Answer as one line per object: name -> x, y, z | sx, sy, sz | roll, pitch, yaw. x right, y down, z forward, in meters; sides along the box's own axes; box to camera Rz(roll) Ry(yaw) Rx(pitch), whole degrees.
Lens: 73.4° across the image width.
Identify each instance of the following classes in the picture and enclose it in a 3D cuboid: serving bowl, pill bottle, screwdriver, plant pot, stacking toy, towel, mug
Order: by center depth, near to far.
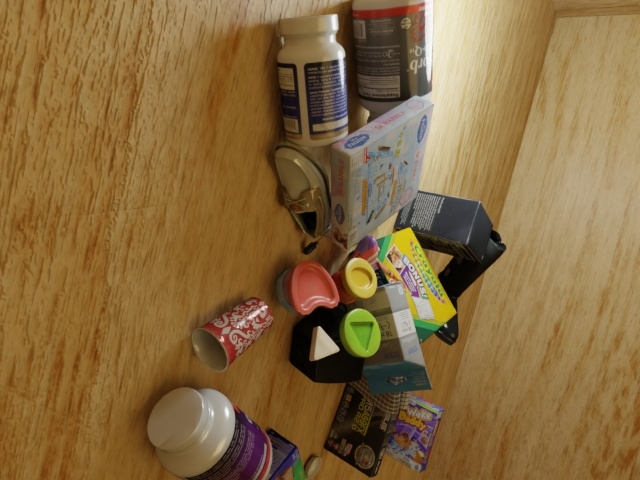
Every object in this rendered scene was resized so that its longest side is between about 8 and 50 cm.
pill bottle -> -0.017, -0.359, 0.970 | 0.153, 0.153, 0.265 | -35, 132, -43
pill bottle -> -0.244, 0.457, 0.974 | 0.181, 0.181, 0.323 | -53, 142, -27
mug -> -0.210, 0.216, 1.015 | 0.169, 0.150, 0.113 | -34, 94, -49
screwdriver -> 0.000, 0.000, 1.169 | 0.025, 0.170, 0.024 | 52, 49, -3
pill bottle -> 0.203, -0.477, 1.185 | 0.210, 0.210, 0.363 | -41, 135, -39
stacking toy -> 0.020, 0.196, 1.196 | 0.309, 0.130, 0.279 | 4, 68, -38
plant pot -> 0.013, 0.323, 1.299 | 0.167, 0.187, 0.188 | -8, 111, -39
towel -> 0.193, 0.439, 1.514 | 0.121, 0.283, 0.235 | -14, 115, -35
serving bowl -> -0.031, 0.829, 1.578 | 0.083, 0.027, 0.083 | -29, 127, -47

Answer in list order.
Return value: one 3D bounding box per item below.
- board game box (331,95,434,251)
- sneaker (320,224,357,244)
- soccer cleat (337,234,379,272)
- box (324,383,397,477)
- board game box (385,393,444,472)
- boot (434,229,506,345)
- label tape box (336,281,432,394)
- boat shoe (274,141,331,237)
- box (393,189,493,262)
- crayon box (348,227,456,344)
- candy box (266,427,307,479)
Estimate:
board game box -> 0.158, -0.173, 1.138 | 0.318, 0.066, 0.319 | -36, 146, -29
sneaker -> 0.085, -0.022, 1.318 | 0.258, 0.094, 0.091 | -12, 116, -51
soccer cleat -> 0.107, 0.086, 1.349 | 0.095, 0.083, 0.248 | -16, 145, -35
box -> 0.156, 0.705, 1.623 | 0.060, 0.216, 0.270 | 28, 82, -55
board game box -> 0.271, 0.689, 1.664 | 0.078, 0.347, 0.233 | 25, 83, -55
boot -> 0.631, 0.182, 1.851 | 0.146, 0.367, 0.445 | 29, 117, -22
label tape box -> 0.177, 0.319, 1.337 | 0.106, 0.240, 0.334 | -4, 75, -48
boat shoe -> -0.039, -0.115, 1.082 | 0.103, 0.113, 0.302 | -65, 147, -22
box -> 0.499, -0.057, 1.716 | 0.296, 0.294, 0.183 | 29, 80, -56
crayon box -> 0.296, 0.155, 1.505 | 0.313, 0.106, 0.363 | -18, 78, -50
candy box -> -0.184, 0.768, 1.249 | 0.317, 0.122, 0.268 | -40, 135, -38
